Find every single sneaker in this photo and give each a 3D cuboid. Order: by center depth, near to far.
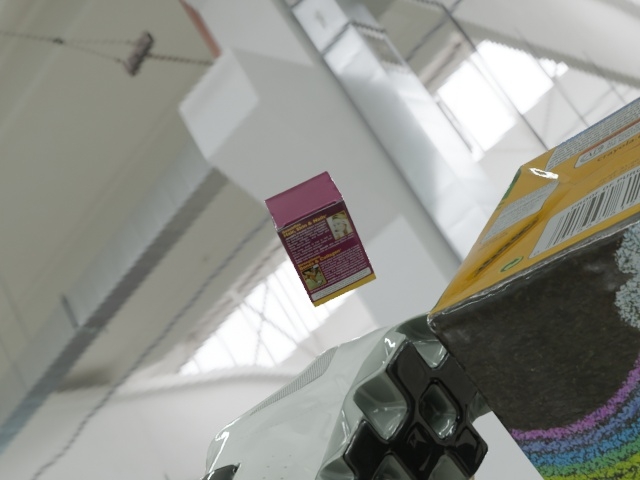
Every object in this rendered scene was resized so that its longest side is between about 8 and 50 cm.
[{"bbox_3d":[-0.027,0.172,0.685,0.146,0.122,0.330,-13,24,45],"label":"sneaker"}]

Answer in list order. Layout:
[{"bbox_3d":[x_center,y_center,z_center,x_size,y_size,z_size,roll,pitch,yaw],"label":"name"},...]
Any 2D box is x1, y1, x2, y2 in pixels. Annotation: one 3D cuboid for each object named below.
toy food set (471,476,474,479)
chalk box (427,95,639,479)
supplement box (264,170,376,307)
[{"bbox_3d":[0.104,0.206,1.073,0.083,0.082,0.020,-17,-4,-39],"label":"toy food set"},{"bbox_3d":[0.219,0.072,0.547,0.180,0.289,0.179,-31,11,33],"label":"chalk box"},{"bbox_3d":[0.000,0.000,0.897,0.055,0.043,0.083,-24,-52,-2],"label":"supplement box"}]
